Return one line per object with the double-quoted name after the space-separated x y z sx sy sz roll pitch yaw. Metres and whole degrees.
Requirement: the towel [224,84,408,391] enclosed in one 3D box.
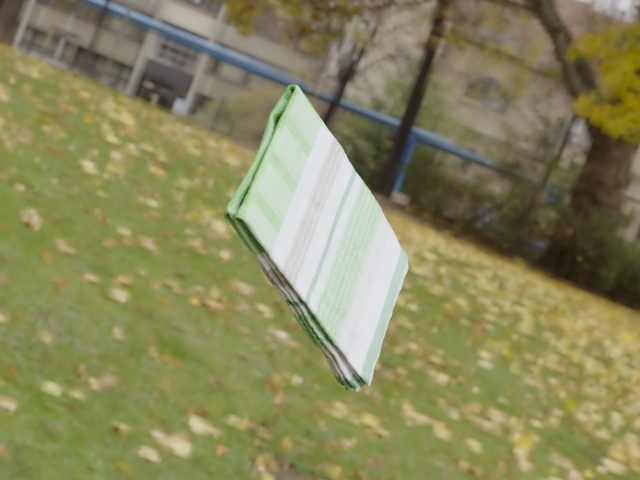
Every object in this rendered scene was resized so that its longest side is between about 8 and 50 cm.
0.000 0.000 0.856 0.023 0.113 0.152 -10 -49 31 "towel"
